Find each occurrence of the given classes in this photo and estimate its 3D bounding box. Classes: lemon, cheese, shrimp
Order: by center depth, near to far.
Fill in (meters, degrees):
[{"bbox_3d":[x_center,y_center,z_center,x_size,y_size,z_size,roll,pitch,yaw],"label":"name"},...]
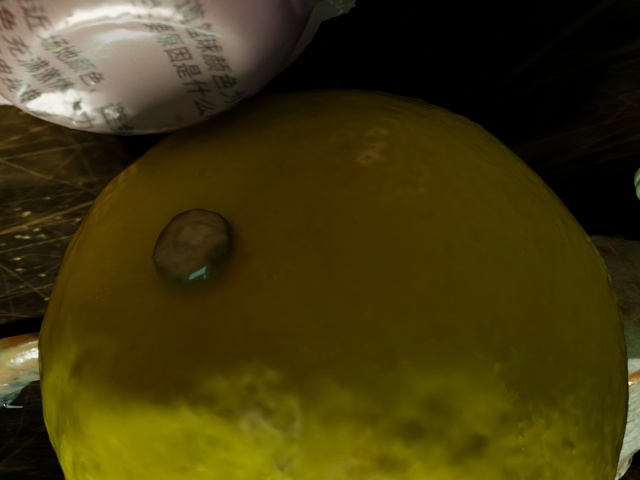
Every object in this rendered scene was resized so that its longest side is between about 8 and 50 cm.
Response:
[{"bbox_3d":[-0.124,-0.095,0.421,0.286,0.074,0.189,-11,156,10],"label":"cheese"},{"bbox_3d":[0.010,0.072,0.541,0.348,0.348,0.348,-8,156,-4],"label":"lemon"},{"bbox_3d":[-0.271,0.148,0.928,0.198,0.051,0.262,14,144,-43],"label":"shrimp"}]

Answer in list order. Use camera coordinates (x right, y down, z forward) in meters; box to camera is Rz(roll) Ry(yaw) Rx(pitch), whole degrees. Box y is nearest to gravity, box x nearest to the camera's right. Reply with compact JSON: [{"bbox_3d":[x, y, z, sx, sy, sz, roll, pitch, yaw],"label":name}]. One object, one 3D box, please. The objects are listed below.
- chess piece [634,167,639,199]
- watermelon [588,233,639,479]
[{"bbox_3d":[0.289,-0.014,0.722,0.067,0.103,0.067,-8,156,-4],"label":"chess piece"},{"bbox_3d":[0.246,0.095,0.839,0.258,0.228,0.387,-24,144,11],"label":"watermelon"}]
